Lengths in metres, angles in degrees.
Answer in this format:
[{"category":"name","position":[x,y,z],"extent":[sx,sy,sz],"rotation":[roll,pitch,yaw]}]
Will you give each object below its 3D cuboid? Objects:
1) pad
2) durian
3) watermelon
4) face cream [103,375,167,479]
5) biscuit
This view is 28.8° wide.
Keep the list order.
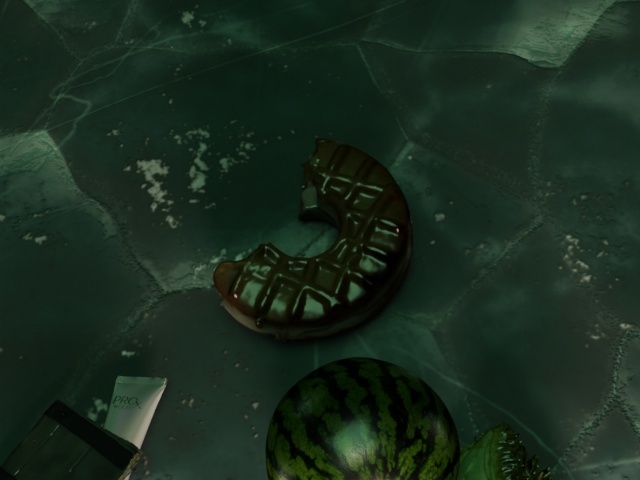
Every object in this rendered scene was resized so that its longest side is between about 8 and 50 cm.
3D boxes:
[{"category":"pad","position":[-0.396,0.351,1.923],"extent":[0.233,0.022,0.174],"rotation":[20,64,41]},{"category":"durian","position":[0.262,0.448,1.817],"extent":[0.198,0.163,0.394],"rotation":[-24,47,39]},{"category":"watermelon","position":[0.059,0.311,1.793],"extent":[0.285,0.285,0.285],"rotation":[-3,60,4]},{"category":"face cream","position":[-0.314,0.321,1.958],"extent":[0.092,0.058,0.244],"rotation":[1,55,20]},{"category":"biscuit","position":[0.011,0.014,2.063],"extent":[0.268,0.115,0.366],"rotation":[24,67,19]}]
